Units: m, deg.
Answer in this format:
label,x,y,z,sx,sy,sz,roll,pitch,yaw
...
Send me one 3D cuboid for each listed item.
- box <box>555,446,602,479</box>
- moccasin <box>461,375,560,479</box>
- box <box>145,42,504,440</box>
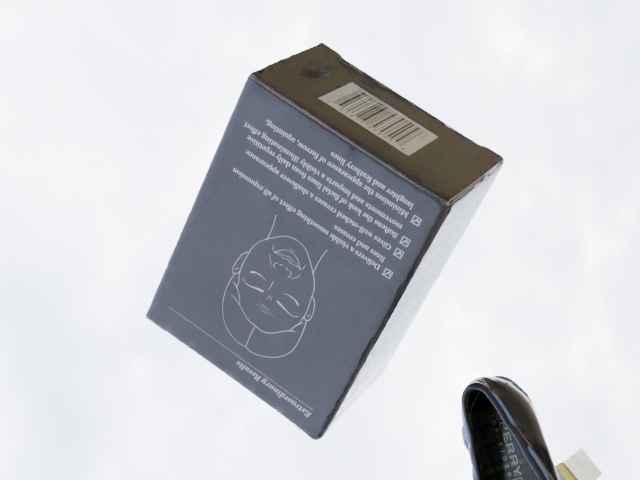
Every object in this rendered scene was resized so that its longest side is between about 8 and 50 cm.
label,x,y,z,sx,sy,sz,roll,pitch,yaw
box,0.384,0.384,2.004,0.058,0.087,0.232,54,-166,15
moccasin,0.230,0.329,1.513,0.117,0.138,0.342,21,-137,-58
box,0.000,0.000,1.637,0.293,0.395,0.212,35,-150,13
